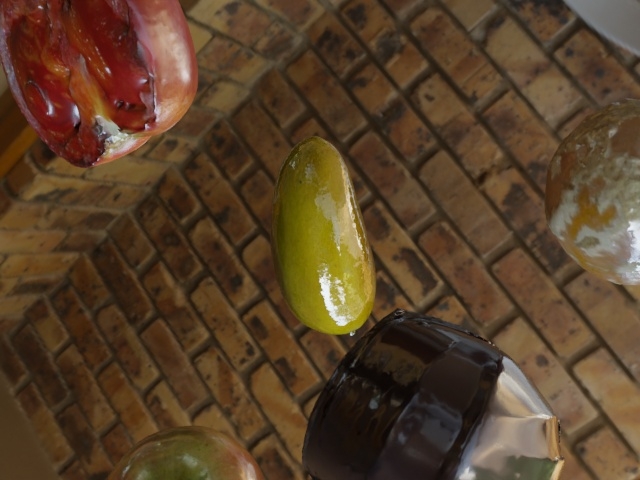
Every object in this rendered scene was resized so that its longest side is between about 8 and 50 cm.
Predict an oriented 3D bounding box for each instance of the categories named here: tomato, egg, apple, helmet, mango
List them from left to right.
[{"bbox_3d":[-0.195,-0.189,0.674,0.140,0.233,0.200,-37,-73,-46],"label":"tomato"},{"bbox_3d":[-0.243,0.509,1.303,0.319,0.319,0.277,60,176,30],"label":"apple"},{"bbox_3d":[0.000,0.000,0.529,0.103,0.076,0.160,-106,6,-54],"label":"mango"},{"bbox_3d":[0.142,0.209,0.697,0.305,0.224,0.177,30,174,-35],"label":"helmet"},{"bbox_3d":[0.349,-0.047,0.793,0.194,0.195,0.233,-106,-8,-52],"label":"egg"}]
